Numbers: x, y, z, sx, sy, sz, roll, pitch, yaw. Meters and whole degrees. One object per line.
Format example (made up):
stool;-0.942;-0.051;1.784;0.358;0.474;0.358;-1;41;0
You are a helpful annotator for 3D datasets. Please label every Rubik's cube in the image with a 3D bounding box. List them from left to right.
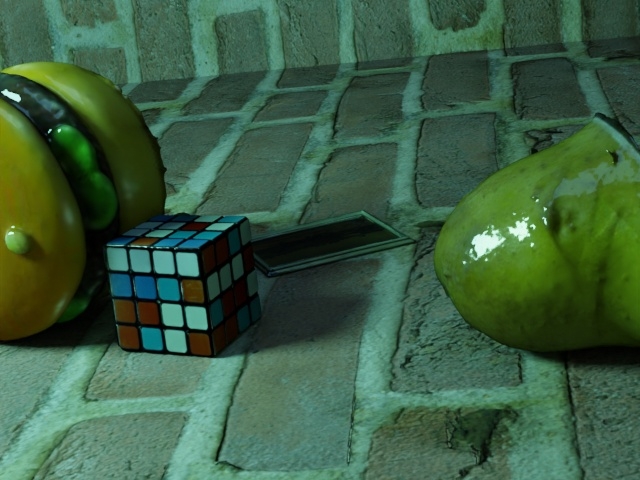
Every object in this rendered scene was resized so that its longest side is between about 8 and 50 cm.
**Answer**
Rubik's cube;-0.186;0.057;1.786;0.154;0.155;0.151;2;20;24

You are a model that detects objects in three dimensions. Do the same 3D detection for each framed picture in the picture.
framed picture;0.000;0.000;2.118;0.252;0.014;0.197;-13;19;-19

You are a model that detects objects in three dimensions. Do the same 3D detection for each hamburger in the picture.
hamburger;-0.433;-0.065;1.858;0.396;0.395;0.277;6;21;34

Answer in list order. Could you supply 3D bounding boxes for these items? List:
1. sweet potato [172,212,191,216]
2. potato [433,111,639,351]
sweet potato;-0.215;-0.005;2.133;0.075;0.075;0.273;-12;14;-15
potato;0.321;0.059;1.581;0.296;0.290;0.397;-34;59;6
